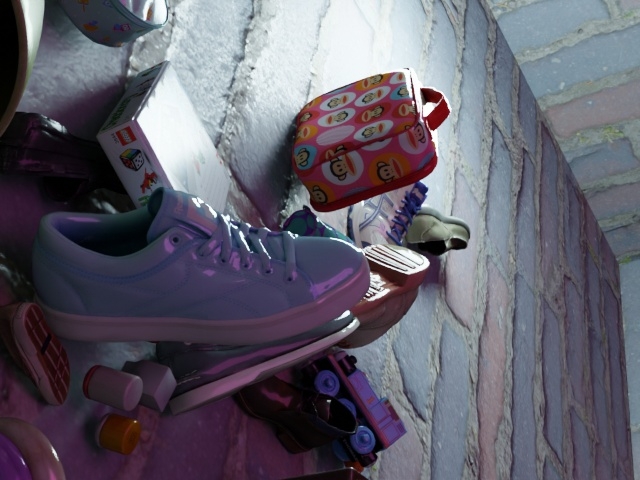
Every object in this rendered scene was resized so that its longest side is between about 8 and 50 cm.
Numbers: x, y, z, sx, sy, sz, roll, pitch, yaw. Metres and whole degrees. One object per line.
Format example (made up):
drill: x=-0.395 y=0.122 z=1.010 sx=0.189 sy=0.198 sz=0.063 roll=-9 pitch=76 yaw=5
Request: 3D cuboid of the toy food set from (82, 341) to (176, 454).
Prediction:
toy food set: x=-0.220 y=0.119 z=1.201 sx=0.111 sy=0.104 sz=0.232 roll=77 pitch=32 yaw=-54

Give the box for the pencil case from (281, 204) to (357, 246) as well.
pencil case: x=0.000 y=0.000 z=1.706 sx=0.064 sy=0.070 sz=0.151 roll=-54 pitch=143 yaw=0

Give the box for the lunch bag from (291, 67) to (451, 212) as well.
lunch bag: x=0.090 y=-0.180 z=1.728 sx=0.293 sy=0.258 sz=0.120 roll=-83 pitch=149 yaw=-59

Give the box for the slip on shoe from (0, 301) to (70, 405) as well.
slip on shoe: x=-0.297 y=0.118 z=1.087 sx=0.051 sy=0.041 sz=0.135 roll=-75 pitch=159 yaw=-44

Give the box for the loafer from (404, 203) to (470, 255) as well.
loafer: x=0.229 y=-0.008 z=2.151 sx=0.251 sy=0.094 sz=0.087 roll=19 pitch=71 yaw=-54

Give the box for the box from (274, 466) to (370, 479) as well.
box: x=-0.011 y=0.399 z=1.306 sx=0.167 sy=0.203 sz=0.169 roll=45 pitch=39 yaw=-45

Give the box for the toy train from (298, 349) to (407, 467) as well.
toy train: x=0.044 y=0.249 z=1.588 sx=0.105 sy=0.080 sz=0.184 roll=-31 pitch=87 yaw=-37

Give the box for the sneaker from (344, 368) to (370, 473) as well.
sneaker: x=0.041 y=0.283 z=1.655 sx=0.067 sy=0.064 sz=0.175 roll=18 pitch=53 yaw=-34

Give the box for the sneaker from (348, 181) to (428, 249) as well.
sneaker: x=0.131 y=-0.066 z=1.927 sx=0.112 sy=0.131 sz=0.297 roll=42 pitch=42 yaw=-50

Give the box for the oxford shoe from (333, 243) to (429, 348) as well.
oxford shoe: x=0.039 y=0.118 z=1.641 sx=0.397 sy=0.140 sz=0.147 roll=-15 pitch=124 yaw=-49

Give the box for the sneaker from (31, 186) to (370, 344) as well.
sneaker: x=-0.122 y=0.018 z=1.108 sx=0.135 sy=0.365 sz=0.150 roll=-109 pitch=-163 yaw=-51

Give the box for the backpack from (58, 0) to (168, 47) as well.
backpack: x=-0.256 y=-0.343 z=1.310 sx=0.166 sy=0.144 sz=0.188 roll=17 pitch=64 yaw=-66

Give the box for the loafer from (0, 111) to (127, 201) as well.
loafer: x=-0.286 y=-0.081 z=1.190 sx=0.223 sy=0.076 sz=0.078 roll=25 pitch=74 yaw=-63

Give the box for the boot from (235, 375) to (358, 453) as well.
boot: x=-0.037 y=0.216 z=1.465 sx=0.219 sy=0.106 sz=0.082 roll=51 pitch=34 yaw=-39

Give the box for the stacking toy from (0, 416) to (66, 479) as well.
stacking toy: x=-0.362 y=0.224 z=0.819 sx=0.330 sy=0.141 sz=0.141 roll=4 pitch=72 yaw=-57

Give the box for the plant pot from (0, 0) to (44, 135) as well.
plant pot: x=-0.360 y=-0.229 z=0.948 sx=0.293 sy=0.274 sz=0.275 roll=-86 pitch=151 yaw=-64

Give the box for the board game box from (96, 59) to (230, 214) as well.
board game box: x=-0.184 y=-0.099 z=1.309 sx=0.305 sy=0.053 sz=0.193 roll=-90 pitch=156 yaw=-68

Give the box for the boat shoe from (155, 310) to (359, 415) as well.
boat shoe: x=-0.076 y=0.128 z=1.369 sx=0.319 sy=0.116 sz=0.099 roll=-19 pitch=79 yaw=-42
